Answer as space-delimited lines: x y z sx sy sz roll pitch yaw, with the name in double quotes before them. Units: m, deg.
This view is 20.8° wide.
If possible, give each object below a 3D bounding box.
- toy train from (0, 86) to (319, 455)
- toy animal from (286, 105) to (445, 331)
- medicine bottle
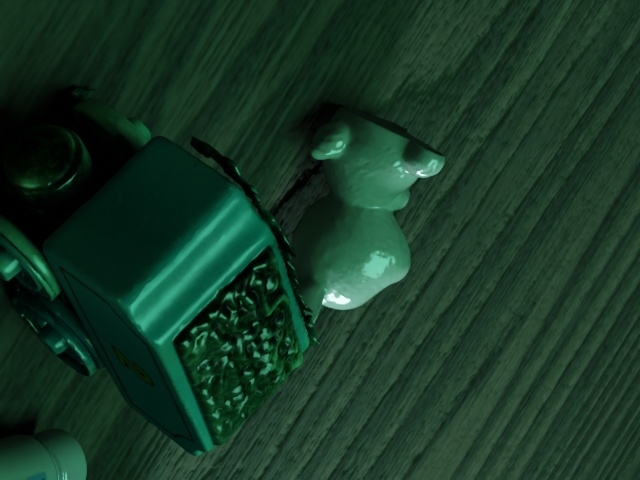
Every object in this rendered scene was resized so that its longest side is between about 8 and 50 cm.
"toy train" -0.093 0.021 0.940 0.112 0.163 0.203 -47 151 -16
"toy animal" 0.000 0.000 1.179 0.127 0.131 0.182 16 100 -29
"medicine bottle" -0.185 0.144 1.040 0.089 0.052 0.052 -14 131 -54
